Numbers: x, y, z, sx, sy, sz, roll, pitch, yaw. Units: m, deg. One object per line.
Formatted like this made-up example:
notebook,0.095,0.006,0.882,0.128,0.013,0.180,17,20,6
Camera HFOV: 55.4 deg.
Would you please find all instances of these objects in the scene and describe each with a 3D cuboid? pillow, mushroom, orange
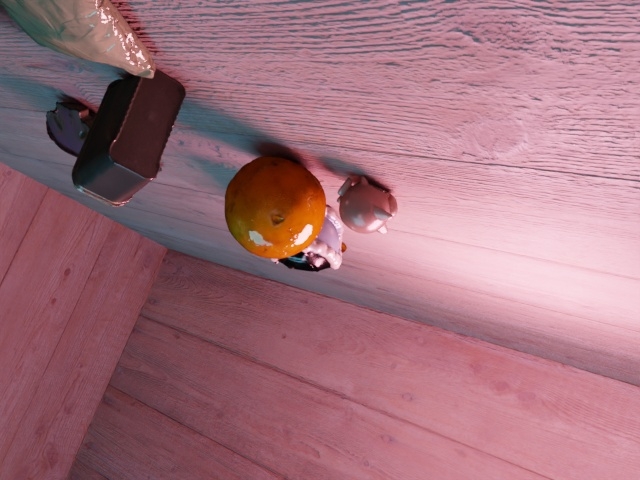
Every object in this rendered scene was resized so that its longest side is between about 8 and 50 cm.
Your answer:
pillow,-0.441,-0.379,1.009,0.274,0.076,0.281,21,168,12
mushroom,-0.642,-0.300,1.644,0.188,0.141,0.117,19,-158,19
orange,-0.105,-0.076,1.410,0.240,0.240,0.240,20,168,4

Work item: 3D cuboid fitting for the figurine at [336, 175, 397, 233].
figurine,0.102,-0.074,1.361,0.138,0.125,0.125,34,171,12

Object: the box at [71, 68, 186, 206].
box,-0.372,-0.216,1.223,0.138,0.274,0.178,28,153,-32

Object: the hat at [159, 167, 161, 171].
hat,-0.586,-0.238,1.900,0.138,0.078,0.191,16,167,29

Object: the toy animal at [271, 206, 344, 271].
toy animal,-0.035,-0.015,1.675,0.208,0.204,0.156,8,148,-2

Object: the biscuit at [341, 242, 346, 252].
biscuit,0.000,0.001,2.083,0.188,0.027,0.188,20,168,4
